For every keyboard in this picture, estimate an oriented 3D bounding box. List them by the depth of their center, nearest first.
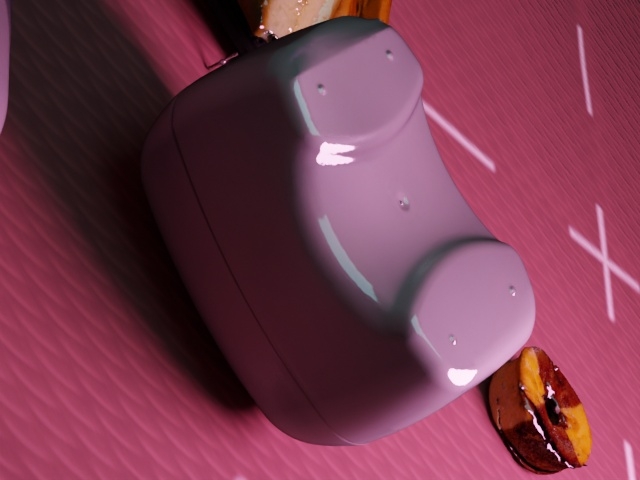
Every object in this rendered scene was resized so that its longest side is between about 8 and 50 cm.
[{"bbox_3d":[-0.045,-0.168,1.619,0.310,0.018,0.101,58,20,-9],"label":"keyboard"}]

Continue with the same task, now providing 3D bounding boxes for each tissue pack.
[{"bbox_3d":[0.000,0.000,1.379,0.229,0.236,0.333,-32,95,-51],"label":"tissue pack"}]

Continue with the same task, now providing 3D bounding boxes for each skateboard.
[{"bbox_3d":[-0.070,-0.138,1.566,0.083,0.032,0.064,62,20,-7],"label":"skateboard"}]

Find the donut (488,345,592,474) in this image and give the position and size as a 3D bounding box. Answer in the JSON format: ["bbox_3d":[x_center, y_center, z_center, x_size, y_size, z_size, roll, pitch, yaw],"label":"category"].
[{"bbox_3d":[0.232,0.185,1.757,0.140,0.059,0.140,36,40,-38],"label":"donut"}]

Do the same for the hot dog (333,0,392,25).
[{"bbox_3d":[0.027,-0.239,1.685,0.115,0.072,0.269,33,48,-27],"label":"hot dog"}]

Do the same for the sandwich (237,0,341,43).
[{"bbox_3d":[-0.035,-0.273,1.577,0.122,0.128,0.236,45,61,-38],"label":"sandwich"}]

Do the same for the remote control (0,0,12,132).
[{"bbox_3d":[-0.307,-0.186,1.157,0.221,0.103,0.332,33,40,-45],"label":"remote control"}]
